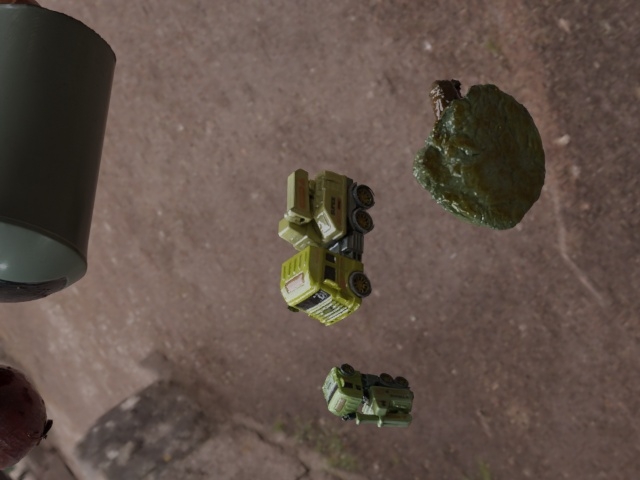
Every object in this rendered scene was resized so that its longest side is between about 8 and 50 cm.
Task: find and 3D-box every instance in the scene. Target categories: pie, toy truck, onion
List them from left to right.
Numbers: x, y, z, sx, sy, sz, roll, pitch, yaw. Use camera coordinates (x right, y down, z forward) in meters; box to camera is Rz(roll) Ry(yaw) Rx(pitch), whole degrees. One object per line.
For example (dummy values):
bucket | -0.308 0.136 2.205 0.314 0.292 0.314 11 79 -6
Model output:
onion | -0.483 0.241 1.445 0.159 0.159 0.195 40 166 26
toy truck | 0.000 0.000 1.796 0.157 0.272 0.124 22 144 -28
toy truck | 0.094 0.296 1.876 0.100 0.169 0.077 -100 30 -54
pie | 0.304 -0.158 1.882 0.257 0.274 0.105 19 160 -13

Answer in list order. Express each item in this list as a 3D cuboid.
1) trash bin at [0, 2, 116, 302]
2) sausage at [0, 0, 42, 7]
trash bin | -0.474 -0.118 1.567 0.280 0.432 0.280 5 158 2
sausage | -0.546 -0.319 1.844 0.153 0.141 0.268 3 123 9
